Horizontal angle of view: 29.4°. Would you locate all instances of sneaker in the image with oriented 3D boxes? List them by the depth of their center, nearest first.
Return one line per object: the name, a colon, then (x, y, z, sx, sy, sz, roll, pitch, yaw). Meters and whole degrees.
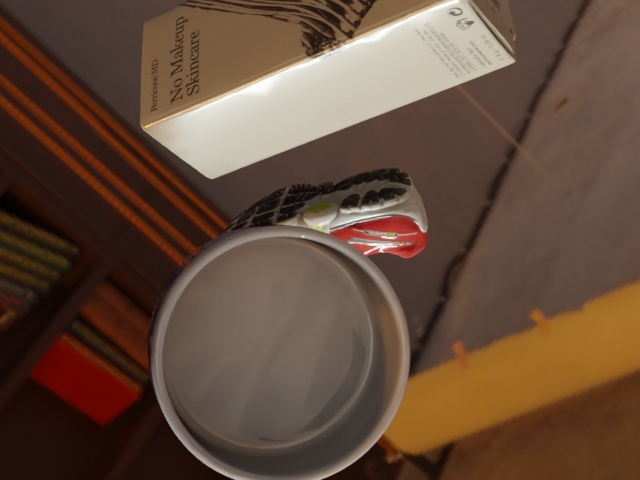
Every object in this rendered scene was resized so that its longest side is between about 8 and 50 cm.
sneaker: (0.000, 0.000, 1.465, 0.279, 0.118, 0.107, -8, -152, 32)

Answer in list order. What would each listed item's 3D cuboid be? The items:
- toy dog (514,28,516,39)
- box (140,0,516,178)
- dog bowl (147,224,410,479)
toy dog: (0.208, -0.334, 1.195, 0.161, 0.334, 0.220, 11, -163, 28)
box: (0.000, -0.150, 0.909, 0.275, 0.094, 0.113, -20, -123, 26)
dog bowl: (-0.047, 0.115, 1.268, 0.265, 0.265, 0.104, -49, -169, -7)
